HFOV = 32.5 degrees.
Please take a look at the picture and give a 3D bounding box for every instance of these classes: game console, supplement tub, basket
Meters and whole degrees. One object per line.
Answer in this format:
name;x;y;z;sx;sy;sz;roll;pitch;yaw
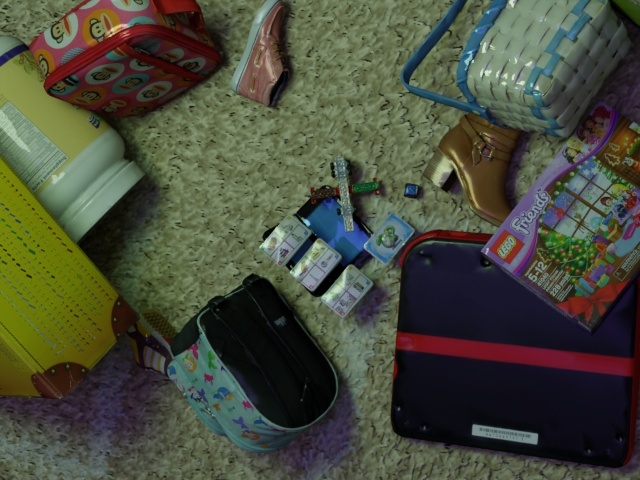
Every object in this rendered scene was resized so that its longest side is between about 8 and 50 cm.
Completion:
game console;0.000;0.000;1.809;0.144;0.124;0.085;48;137;13
game console;0.303;0.163;1.724;0.387;0.060;0.341;5;97;20
supplement tub;-0.487;-0.156;1.866;0.331;0.241;0.241;44;106;-8
basket;0.284;-0.286;1.629;0.289;0.201;0.254;34;87;36

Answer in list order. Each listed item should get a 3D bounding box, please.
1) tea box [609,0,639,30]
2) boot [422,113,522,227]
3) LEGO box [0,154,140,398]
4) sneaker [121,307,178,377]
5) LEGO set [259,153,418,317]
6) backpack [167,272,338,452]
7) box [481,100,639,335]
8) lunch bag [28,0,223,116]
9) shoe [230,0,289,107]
tea box;0.451;-0.432;1.501;0.329;0.323;0.220;44;105;13
boot;0.274;-0.112;1.713;0.197;0.073;0.152;37;97;10
LEGO box;-0.587;0.017;1.770;0.373;0.193;0.500;-8;125;52
sneaker;-0.273;0.209;1.931;0.185;0.070;0.084;50;115;18
LEGO set;0.047;-0.022;1.792;0.182;0.060;0.244;39;88;7
backpack;-0.105;0.216;1.784;0.253;0.225;0.191;48;128;8
box;0.407;-0.034;1.624;0.201;0.057;0.293;37;88;21
lunch bag;-0.299;-0.315;1.799;0.258;0.293;0.120;-27;78;19
shoe;-0.081;-0.314;1.842;0.081;0.063;0.178;29;107;16
